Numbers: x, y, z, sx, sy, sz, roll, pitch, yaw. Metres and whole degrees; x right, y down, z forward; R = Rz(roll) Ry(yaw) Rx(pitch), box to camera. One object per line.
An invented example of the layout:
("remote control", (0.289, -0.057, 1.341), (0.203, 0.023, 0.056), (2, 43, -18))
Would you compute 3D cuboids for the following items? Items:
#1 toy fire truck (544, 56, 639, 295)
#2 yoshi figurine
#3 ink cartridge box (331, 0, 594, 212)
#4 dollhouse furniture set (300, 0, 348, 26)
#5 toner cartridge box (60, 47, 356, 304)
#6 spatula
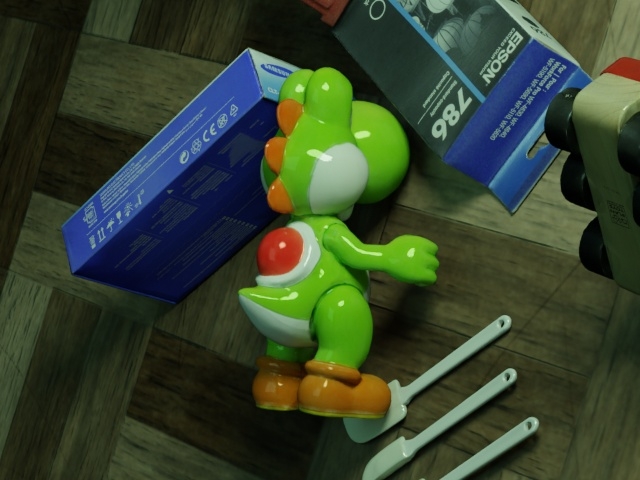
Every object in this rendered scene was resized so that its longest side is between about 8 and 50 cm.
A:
("toy fire truck", (0.329, -0.095, 1.762), (0.246, 0.217, 0.158), (-37, 36, -24))
("yoshi figurine", (0.026, 0.000, 2.062), (0.203, 0.203, 0.362), (2, 92, 5))
("ink cartridge box", (0.146, -0.192, 2.045), (0.165, 0.065, 0.332), (-55, 46, 18))
("dollhouse furniture set", (-0.110, -0.417, 2.131), (0.152, 0.374, 0.201), (-53, 25, 14))
("toner cartridge box", (-0.125, -0.066, 2.212), (0.348, 0.165, 0.075), (-40, 52, 30))
("spatula", (0.124, 0.194, 1.979), (0.242, 0.019, 0.168), (-38, 47, 31))
